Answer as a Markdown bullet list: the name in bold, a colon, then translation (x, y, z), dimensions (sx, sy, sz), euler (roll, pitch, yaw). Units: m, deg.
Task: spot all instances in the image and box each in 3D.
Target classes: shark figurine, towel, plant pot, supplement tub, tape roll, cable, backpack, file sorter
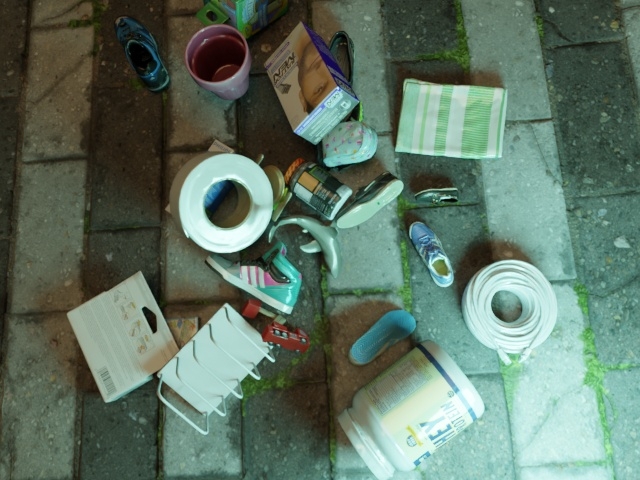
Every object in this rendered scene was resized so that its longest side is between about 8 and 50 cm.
- **shark figurine**: translation (-0.012, -0.026, 1.483), dimensions (0.278, 0.116, 0.166), euler (33, 67, -29)
- **towel**: translation (0.410, -0.381, 1.613), dimensions (0.324, 0.038, 0.248), euler (7, 79, 6)
- **plant pot**: translation (-0.307, -0.543, 1.632), dimensions (0.201, 0.180, 0.202), euler (-1, 78, 4)
- **supplement tub**: translation (-0.010, -0.159, 1.559), dimensions (0.190, 0.117, 0.117), euler (37, 83, 11)
- **tape roll**: translation (-0.283, -0.111, 1.484), dimensions (0.285, 0.100, 0.287), euler (-9, 107, -30)
- **cable**: translation (0.531, 0.186, 1.457), dimensions (0.257, 0.089, 0.257), euler (-40, 77, -5)
- **backpack**: translation (0.077, -0.287, 1.535), dimensions (0.181, 0.115, 0.152), euler (-1, 92, 28)
- **supplement tub**: translation (0.231, 0.443, 1.350), dimensions (0.324, 0.235, 0.235), euler (-37, 78, -3)
- **file sorter**: translation (-0.282, 0.349, 1.414), dimensions (0.278, 0.173, 0.193), euler (-46, 103, -6)

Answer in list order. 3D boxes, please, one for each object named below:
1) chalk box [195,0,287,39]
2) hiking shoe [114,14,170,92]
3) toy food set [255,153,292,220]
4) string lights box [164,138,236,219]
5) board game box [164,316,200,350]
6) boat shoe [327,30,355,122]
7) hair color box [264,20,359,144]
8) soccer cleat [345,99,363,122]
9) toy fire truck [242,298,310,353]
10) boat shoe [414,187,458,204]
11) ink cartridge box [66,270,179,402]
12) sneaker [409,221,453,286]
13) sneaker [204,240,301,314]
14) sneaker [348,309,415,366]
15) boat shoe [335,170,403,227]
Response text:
- **chalk box**: translation (-0.263, -0.776, 1.645), dimensions (0.180, 0.179, 0.289), euler (43, 69, 11)
- **hiking shoe**: translation (-0.597, -0.642, 1.701), dimensions (0.113, 0.132, 0.304), euler (-33, 77, -3)
- **toy food set**: translation (-0.150, -0.166, 1.584), dimensions (0.192, 0.038, 0.132), euler (55, 126, 24)
- **string lights box**: translation (-0.344, -0.161, 1.576), dimensions (0.076, 0.133, 0.260), euler (31, 81, 16)
- **board game box**: translation (-0.410, 0.309, 1.536), dimensions (0.103, 0.026, 0.154), euler (-4, 78, 4)
- **boat shoe**: translation (0.041, -0.503, 1.629), dimensions (0.127, 0.113, 0.341), euler (17, 80, 7)
- **hair color box**: translation (-0.036, -0.474, 1.543), dimensions (0.185, 0.110, 0.339), euler (-41, 53, 25)
- **soccer cleat**: translation (0.095, -0.359, 1.623), dimensions (0.072, 0.060, 0.179), euler (7, 81, 8)
- **toy fire truck**: translation (-0.128, 0.248, 1.492), dimensions (0.191, 0.135, 0.047), euler (22, 113, -25)
- **boat shoe**: translation (0.351, -0.130, 1.558), dimensions (0.132, 0.049, 0.042), euler (-4, 70, -1)
- **ink cartridge box**: translation (-0.574, 0.282, 1.534), dimensions (0.261, 0.066, 0.297), euler (-30, 77, -1)
- **sneaker**: translation (0.330, 0.033, 1.508), dimensions (0.080, 0.081, 0.211), euler (-30, 76, 0)
- **sneaker**: translation (-0.177, 0.071, 1.517), dimensions (0.295, 0.124, 0.179), euler (29, 87, 2)
- **sneaker**: translation (0.171, 0.275, 1.471), dimensions (0.228, 0.092, 0.087), euler (-29, 74, -22)
- **boat shoe**: translation (0.138, -0.122, 1.567), dimensions (0.233, 0.084, 0.079), euler (-37, 55, 0)
